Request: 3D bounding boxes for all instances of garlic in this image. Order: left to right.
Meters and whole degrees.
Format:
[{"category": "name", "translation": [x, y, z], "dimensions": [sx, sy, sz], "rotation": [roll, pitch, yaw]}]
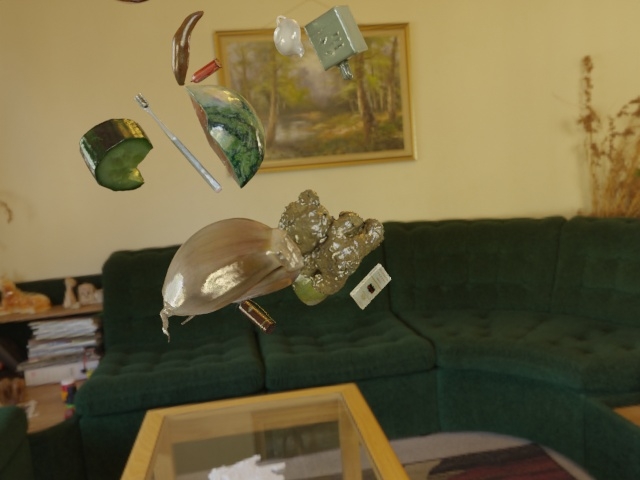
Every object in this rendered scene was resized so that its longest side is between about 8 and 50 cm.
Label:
[{"category": "garlic", "translation": [-0.211, 0.097, 1.272], "dimensions": [0.340, 0.231, 0.246], "rotation": [-38, 47, -8]}]

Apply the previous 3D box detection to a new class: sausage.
[{"category": "sausage", "translation": [-0.448, -0.648, 2.097], "dimensions": [0.145, 0.050, 0.048], "rotation": [-25, -36, 22]}]

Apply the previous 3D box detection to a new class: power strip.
[{"category": "power strip", "translation": [0.066, -0.656, 1.832], "dimensions": [0.140, 0.224, 0.139], "rotation": [-22, 12, 29]}]

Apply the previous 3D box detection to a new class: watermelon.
[{"category": "watermelon", "translation": [-0.270, -0.328, 1.573], "dimensions": [0.175, 0.260, 0.256], "rotation": [-4, 49, 16]}]

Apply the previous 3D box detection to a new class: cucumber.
[{"category": "cucumber", "translation": [-0.578, -0.247, 1.538], "dimensions": [0.191, 0.191, 0.130], "rotation": [-12, 50, -45]}]

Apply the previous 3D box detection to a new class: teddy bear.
[{"category": "teddy bear", "translation": [0.000, 0.000, 1.430], "dimensions": [0.256, 0.267, 0.156], "rotation": [40, 16, 3]}]

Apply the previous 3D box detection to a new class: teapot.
[{"category": "teapot", "translation": [-0.138, -0.835, 2.205], "dimensions": [0.092, 0.226, 0.145], "rotation": [1, -28, -35]}]

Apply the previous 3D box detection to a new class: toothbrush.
[{"category": "toothbrush", "translation": [-0.393, -0.268, 1.508], "dimensions": [0.025, 0.342, 0.030], "rotation": [-43, 11, -19]}]

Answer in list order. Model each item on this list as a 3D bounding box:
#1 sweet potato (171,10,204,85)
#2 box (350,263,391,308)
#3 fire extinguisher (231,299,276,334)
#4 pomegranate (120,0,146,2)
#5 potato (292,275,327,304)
[{"category": "sweet potato", "translation": [-0.453, -0.641, 1.795], "dimensions": [0.078, 0.255, 0.058], "rotation": [7, 21, -33]}, {"category": "box", "translation": [0.195, 0.179, 2.110], "dimensions": [0.167, 0.090, 0.024], "rotation": [-45, 33, -13]}, {"category": "fire extinguisher", "translation": [-0.213, 0.236, 1.737], "dimensions": [0.158, 0.043, 0.064], "rotation": [37, 64, 25]}, {"category": "pomegranate", "translation": [-0.671, -0.930, 1.860], "dimensions": [0.270, 0.229, 0.252], "rotation": [-6, 39, 23]}, {"category": "potato", "translation": [0.003, 0.053, 1.794], "dimensions": [0.112, 0.270, 0.255], "rotation": [18, -27, -25]}]
